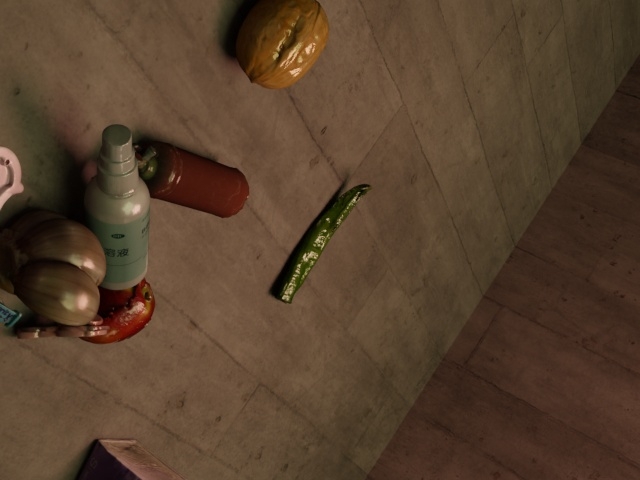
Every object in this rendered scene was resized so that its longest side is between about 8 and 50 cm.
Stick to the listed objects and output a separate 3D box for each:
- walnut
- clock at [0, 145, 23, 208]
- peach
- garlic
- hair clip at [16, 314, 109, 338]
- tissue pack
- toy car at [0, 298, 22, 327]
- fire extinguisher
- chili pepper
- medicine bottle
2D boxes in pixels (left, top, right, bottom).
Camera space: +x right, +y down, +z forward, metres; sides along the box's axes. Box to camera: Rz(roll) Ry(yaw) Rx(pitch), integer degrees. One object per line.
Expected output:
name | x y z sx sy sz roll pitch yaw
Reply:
walnut | -0.075 -0.385 1.749 0.207 0.159 0.159 -58 150 -7
clock | -0.568 -0.067 1.281 0.275 0.080 0.290 -60 154 -23
peach | -0.398 0.124 1.725 0.172 0.127 0.092 -30 153 -4
garlic | -0.428 0.040 1.498 0.191 0.214 0.160 21 86 -49
hair clip | -0.449 0.157 1.630 0.102 0.138 0.123 -64 158 13
tissue pack | -0.429 0.624 1.930 0.160 0.242 0.338 24 93 -58
toy car | -0.571 0.137 1.462 0.161 0.098 0.126 -56 147 -14
fire extinguisher | -0.282 -0.106 1.719 0.147 0.106 0.337 -43 153 18
chili pepper | 0.000 0.000 2.247 0.359 0.076 0.085 -56 169 -2
medicine bottle | -0.344 -0.056 1.557 0.110 0.110 0.352 -39 159 -34
